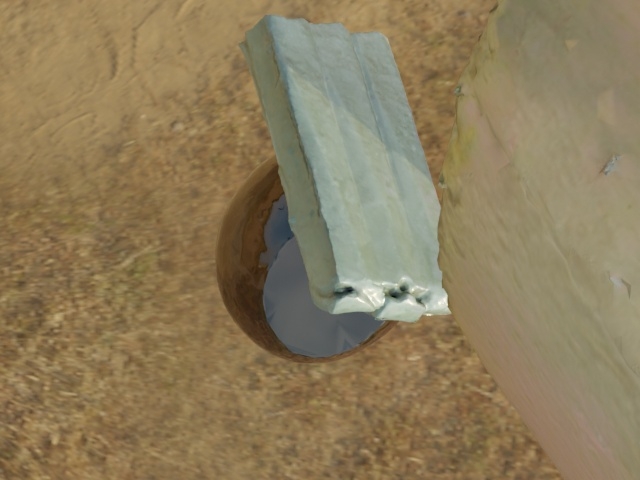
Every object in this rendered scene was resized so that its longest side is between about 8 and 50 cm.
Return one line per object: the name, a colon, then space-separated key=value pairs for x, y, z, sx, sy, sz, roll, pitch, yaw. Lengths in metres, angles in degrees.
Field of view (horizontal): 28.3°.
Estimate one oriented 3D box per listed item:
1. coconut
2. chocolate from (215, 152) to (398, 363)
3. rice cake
coconut: x=0.213 y=0.023 z=0.376 sx=0.297 sy=0.297 sz=0.309 roll=-9 pitch=49 yaw=-27
chocolate: x=0.000 y=0.000 z=0.913 sx=0.177 sy=0.177 sz=0.176 roll=2 pitch=87 yaw=-27
rice cake: x=0.021 y=-0.045 z=0.792 sx=0.124 sy=0.038 sz=0.211 roll=3 pitch=59 yaw=-42
